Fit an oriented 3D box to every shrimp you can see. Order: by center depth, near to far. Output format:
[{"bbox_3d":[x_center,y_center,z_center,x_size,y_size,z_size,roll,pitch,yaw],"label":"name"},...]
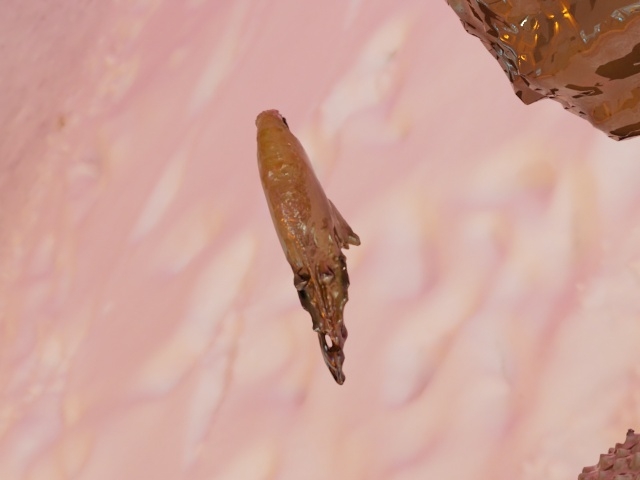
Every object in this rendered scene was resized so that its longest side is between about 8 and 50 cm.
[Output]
[{"bbox_3d":[0.003,0.000,1.124,0.066,0.117,0.262,-20,81,19],"label":"shrimp"}]

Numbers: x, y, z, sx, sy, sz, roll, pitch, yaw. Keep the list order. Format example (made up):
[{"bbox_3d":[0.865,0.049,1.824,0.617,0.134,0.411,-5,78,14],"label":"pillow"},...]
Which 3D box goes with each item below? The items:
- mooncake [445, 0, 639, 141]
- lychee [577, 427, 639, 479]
[{"bbox_3d":[0.207,-0.209,0.671,0.187,0.324,0.324,-29,36,59],"label":"mooncake"},{"bbox_3d":[0.481,0.406,1.536,0.432,0.380,0.380,-55,26,-13],"label":"lychee"}]
